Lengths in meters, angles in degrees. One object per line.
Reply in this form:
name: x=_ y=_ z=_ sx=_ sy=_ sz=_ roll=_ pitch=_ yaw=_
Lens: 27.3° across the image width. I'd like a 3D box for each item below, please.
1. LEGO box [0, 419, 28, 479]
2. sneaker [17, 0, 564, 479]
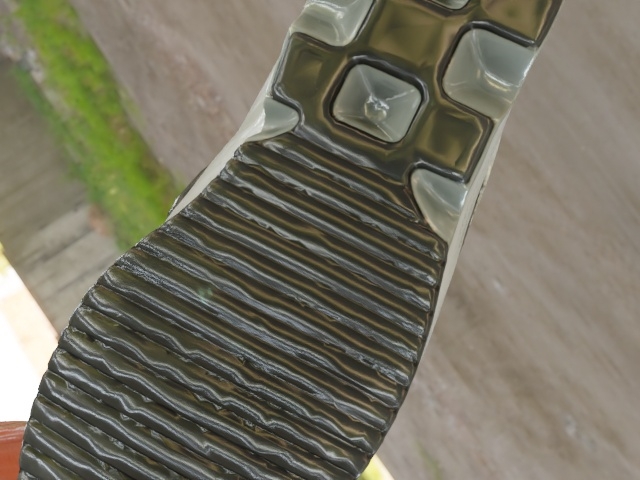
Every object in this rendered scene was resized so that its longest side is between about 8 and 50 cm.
LEGO box: x=-0.301 y=0.358 z=0.718 sx=0.372 sy=0.193 sz=0.500 roll=-8 pitch=87 yaw=48
sneaker: x=0.000 y=0.000 z=0.544 sx=0.122 sy=0.331 sz=0.146 roll=32 pitch=171 yaw=4
